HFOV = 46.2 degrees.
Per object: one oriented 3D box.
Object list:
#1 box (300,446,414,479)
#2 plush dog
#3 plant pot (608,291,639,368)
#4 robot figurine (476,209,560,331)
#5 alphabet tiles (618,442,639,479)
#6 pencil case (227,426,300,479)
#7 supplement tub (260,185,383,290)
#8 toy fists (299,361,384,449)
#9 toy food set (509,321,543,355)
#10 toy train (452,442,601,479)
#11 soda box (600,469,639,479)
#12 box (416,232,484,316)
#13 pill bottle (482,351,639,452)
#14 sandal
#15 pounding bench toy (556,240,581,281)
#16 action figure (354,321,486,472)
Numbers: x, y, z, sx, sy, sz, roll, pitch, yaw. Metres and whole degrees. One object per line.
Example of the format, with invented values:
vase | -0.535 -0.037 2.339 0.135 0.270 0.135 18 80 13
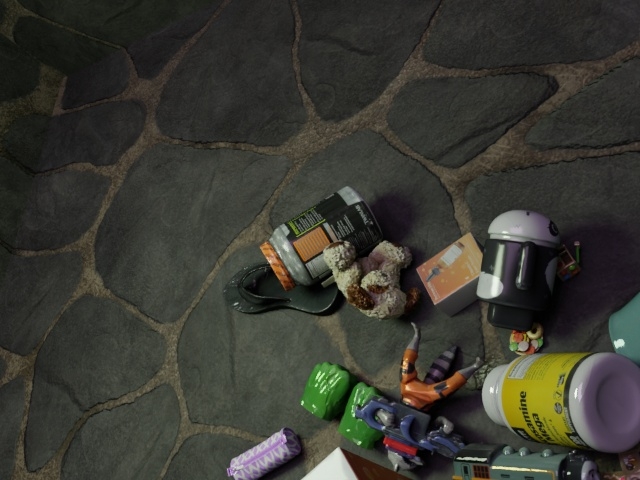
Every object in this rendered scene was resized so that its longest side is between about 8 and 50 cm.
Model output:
box | 0.117 0.614 1.608 0.168 0.345 0.215 -44 47 8
plush dog | 0.137 0.130 2.001 0.225 0.262 0.210 -127 46 -53
plant pot | 0.728 0.176 1.474 0.255 0.271 0.271 -36 46 35
robot figurine | 0.463 0.068 1.748 0.209 0.173 0.278 9 89 59
alphabet tiles | 0.680 0.464 1.410 0.198 0.009 0.237 -20 54 26
pencil case | -0.152 0.581 2.017 0.206 0.088 0.086 -36 50 14
supplement tub | 0.000 0.000 2.124 0.316 0.193 0.193 -30 47 -4
toy fists | 0.074 0.415 1.940 0.279 0.096 0.142 26 92 42
toy food set | 0.487 0.234 1.776 0.083 0.020 0.082 -6 61 35
toy train | 0.419 0.515 1.525 0.334 0.142 0.190 -11 87 44
soda box | 0.641 0.486 1.476 0.181 0.061 0.058 -14 57 31
box | 0.355 0.089 1.918 0.170 0.091 0.130 -36 48 15
pill bottle | 0.487 0.325 1.538 0.334 0.188 0.188 -21 46 65
sandal | -0.133 0.132 2.259 0.446 0.107 0.167 -2 63 36
pounding bench toy | 0.593 0.047 1.785 0.083 0.052 0.065 -35 48 16
action figure | 0.275 0.410 1.784 0.341 0.178 0.330 27 88 14
